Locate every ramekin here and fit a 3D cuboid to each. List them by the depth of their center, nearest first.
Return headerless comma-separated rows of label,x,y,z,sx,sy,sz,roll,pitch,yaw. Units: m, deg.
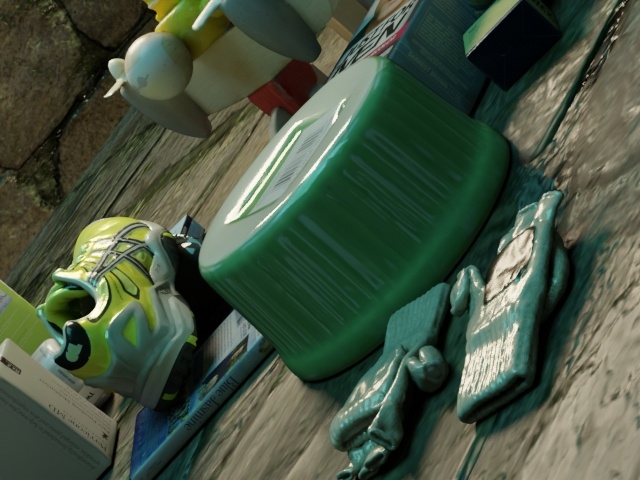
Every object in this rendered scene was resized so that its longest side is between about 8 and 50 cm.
ramekin,0.021,-0.031,1.489,0.303,0.148,0.303,-46,15,16

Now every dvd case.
dvd case,-0.119,0.144,1.729,0.253,0.022,0.180,-48,13,10

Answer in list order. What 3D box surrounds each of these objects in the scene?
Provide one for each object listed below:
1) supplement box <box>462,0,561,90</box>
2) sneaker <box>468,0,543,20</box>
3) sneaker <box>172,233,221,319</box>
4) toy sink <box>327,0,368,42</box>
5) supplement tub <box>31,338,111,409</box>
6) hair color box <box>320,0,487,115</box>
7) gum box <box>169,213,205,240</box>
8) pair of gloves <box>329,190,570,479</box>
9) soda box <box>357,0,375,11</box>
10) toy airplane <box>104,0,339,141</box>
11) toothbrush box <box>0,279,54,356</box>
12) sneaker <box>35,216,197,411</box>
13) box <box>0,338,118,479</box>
supplement box,0.195,-0.211,1.612,0.083,0.056,0.083,-45,15,19
sneaker,0.224,-0.290,1.699,0.192,0.086,0.064,-28,32,-34
sneaker,-0.198,0.097,1.970,0.286,0.109,0.130,-45,23,46
toy sink,0.086,-0.411,2.296,0.234,0.131,0.153,-49,15,2
supplement tub,-0.377,0.235,2.084,0.190,0.117,0.117,-51,14,-2
hair color box,0.127,-0.240,1.778,0.185,0.113,0.374,-33,21,49
gum box,-0.251,0.065,2.287,0.184,0.041,0.157,-43,16,23
pair of gloves,0.095,0.077,1.214,0.240,0.042,0.204,-37,19,44
soda box,0.084,-0.316,1.956,0.058,0.183,0.063,-38,18,40
toy airplane,-0.127,-0.239,2.030,0.272,0.384,0.386,-33,-40,-33
toothbrush box,-0.552,0.141,2.518,0.122,0.283,0.206,-57,15,-25
sneaker,-0.250,0.055,1.827,0.145,0.147,0.384,-66,24,12
box,-0.369,0.251,1.886,0.182,0.181,0.119,-47,15,12
